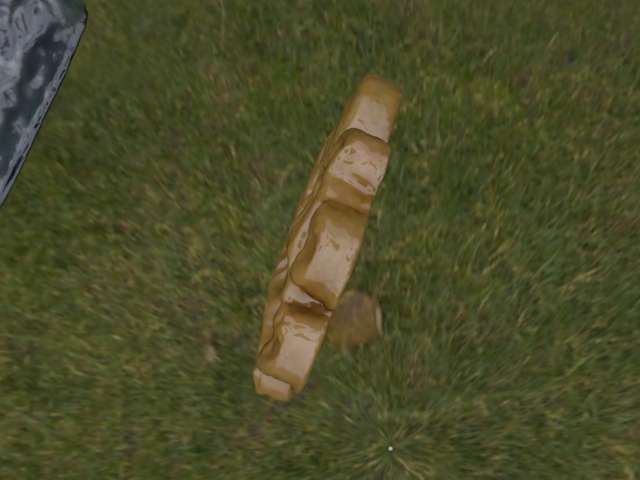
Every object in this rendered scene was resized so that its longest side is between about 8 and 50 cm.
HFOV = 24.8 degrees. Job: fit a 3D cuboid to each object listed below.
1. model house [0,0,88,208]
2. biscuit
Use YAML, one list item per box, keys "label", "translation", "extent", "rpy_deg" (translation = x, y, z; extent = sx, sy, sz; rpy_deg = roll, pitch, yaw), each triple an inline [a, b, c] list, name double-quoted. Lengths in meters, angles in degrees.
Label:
- label: "model house"
  translation: [-0.364, -0.128, 1.058]
  extent: [0.301, 0.190, 0.271]
  rpy_deg: [28, 91, -21]
- label: "biscuit"
  translation: [-0.001, 0.000, 0.916]
  extent: [0.044, 0.289, 0.202]
  rpy_deg: [22, 111, 0]
